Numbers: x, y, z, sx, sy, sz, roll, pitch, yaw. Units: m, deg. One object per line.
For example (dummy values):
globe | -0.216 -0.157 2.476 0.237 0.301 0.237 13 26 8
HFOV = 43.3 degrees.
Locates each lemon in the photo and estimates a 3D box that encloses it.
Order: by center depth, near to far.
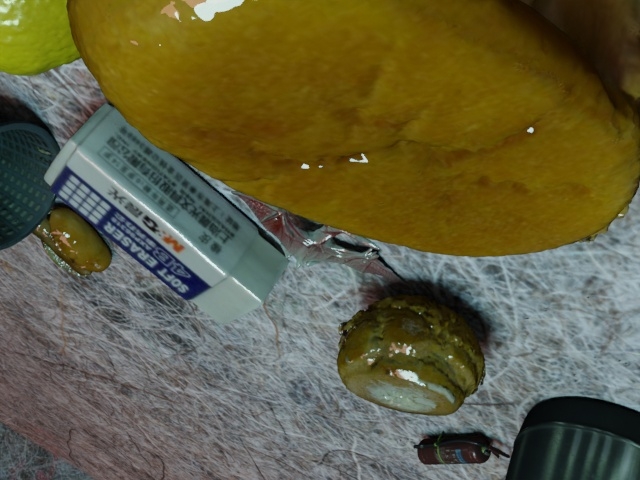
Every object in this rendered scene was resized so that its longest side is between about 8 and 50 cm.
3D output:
lemon | -0.244 -0.230 0.642 0.180 0.181 0.193 37 145 -8

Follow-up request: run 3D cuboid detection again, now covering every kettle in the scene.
kettle | 0.295 0.348 0.863 0.250 0.271 0.207 31 147 3

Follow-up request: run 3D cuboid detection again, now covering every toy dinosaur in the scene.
toy dinosaur | -0.001 0.001 0.875 0.220 0.032 0.108 27 144 -10

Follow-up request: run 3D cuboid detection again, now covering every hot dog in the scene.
hot dog | -0.360 -0.001 1.142 0.089 0.060 0.140 1 133 32

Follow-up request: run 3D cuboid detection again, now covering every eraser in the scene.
eraser | -0.179 -0.024 0.941 0.279 0.081 0.124 41 146 -13

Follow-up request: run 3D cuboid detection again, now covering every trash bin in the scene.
trash bin | -0.441 -0.095 1.009 0.161 0.175 0.175 29 149 26

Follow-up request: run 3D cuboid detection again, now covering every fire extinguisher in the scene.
fire extinguisher | 0.186 0.279 1.079 0.056 0.039 0.132 36 148 -23

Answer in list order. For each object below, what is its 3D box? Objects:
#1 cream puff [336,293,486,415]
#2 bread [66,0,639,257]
cream puff | 0.097 0.120 0.871 0.165 0.115 0.150 12 150 13
bread | 0.048 -0.104 0.467 0.388 0.183 0.236 22 161 -30
